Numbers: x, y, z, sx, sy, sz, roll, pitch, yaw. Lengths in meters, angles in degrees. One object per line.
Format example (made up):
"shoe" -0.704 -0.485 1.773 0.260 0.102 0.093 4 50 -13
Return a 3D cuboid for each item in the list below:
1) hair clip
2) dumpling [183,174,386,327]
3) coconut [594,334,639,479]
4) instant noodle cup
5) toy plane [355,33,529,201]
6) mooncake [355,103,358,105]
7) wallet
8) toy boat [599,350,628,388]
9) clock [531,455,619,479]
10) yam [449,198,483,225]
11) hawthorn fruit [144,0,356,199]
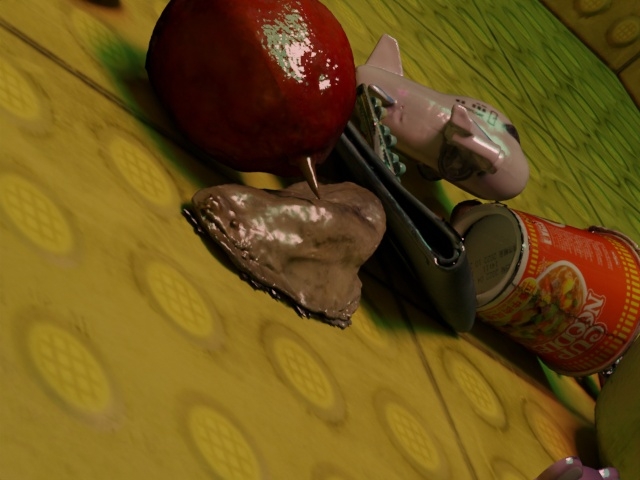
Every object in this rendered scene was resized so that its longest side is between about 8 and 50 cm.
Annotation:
"hair clip" 0.069 -0.111 2.039 0.049 0.049 0.173 29 41 -48
"dumpling" 0.000 -0.005 1.626 0.166 0.086 0.332 50 22 9
"coconut" 0.481 0.193 1.954 0.328 0.328 0.281 42 22 -24
"instant noodle cup" 0.254 0.044 2.002 0.212 0.193 0.193 23 31 -40
"toy plane" 0.152 -0.142 2.151 0.266 0.123 0.267 34 -2 1
"mooncake" -0.018 -0.278 2.163 0.150 0.057 0.347 43 18 -28
"wallet" 0.075 -0.046 1.822 0.290 0.054 0.251 55 -1 18
"toy boat" 0.335 0.130 2.217 0.318 0.072 0.219 46 18 20
"clock" 0.233 0.262 1.600 0.152 0.110 0.050 22 30 -54
"yam" 0.187 -0.008 2.121 0.054 0.054 0.132 46 18 -14
"hawthorn fruit" -0.056 -0.147 1.603 0.189 0.189 0.251 22 32 -56
